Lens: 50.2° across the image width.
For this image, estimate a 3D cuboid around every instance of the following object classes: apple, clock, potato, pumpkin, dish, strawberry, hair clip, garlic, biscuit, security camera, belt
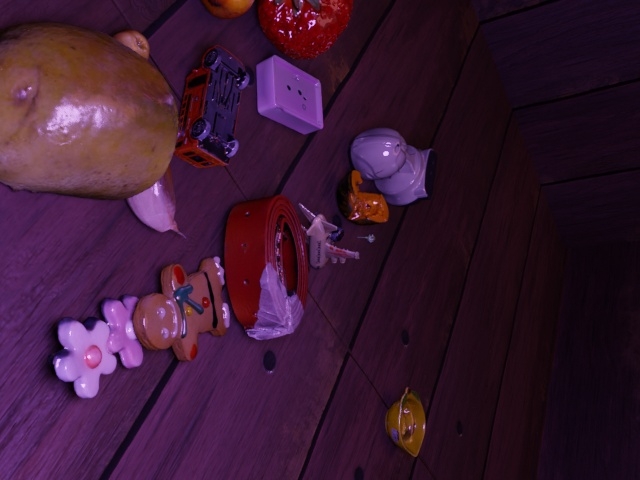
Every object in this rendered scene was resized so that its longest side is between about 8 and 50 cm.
[{"bbox_3d":[-0.375,-0.375,1.346,0.084,0.071,0.084,20,66,-55],"label":"apple"},{"bbox_3d":[-0.079,-0.376,1.779,0.197,0.063,0.150,15,66,-50],"label":"clock"},{"bbox_3d":[-0.414,-0.219,1.129,0.280,0.212,0.330,-25,102,-56],"label":"potato"},{"bbox_3d":[0.105,-0.112,1.969,0.183,0.107,0.119,46,39,-30],"label":"pumpkin"},{"bbox_3d":[0.245,0.542,2.049,0.149,0.080,0.208,-4,87,-53],"label":"dish"},{"bbox_3d":[-0.215,-0.582,1.570,0.146,0.146,0.146,18,68,-53],"label":"apple"},{"bbox_3d":[-0.035,-0.589,1.773,0.277,0.257,0.257,71,19,-76],"label":"strawberry"},{"bbox_3d":[-0.385,0.182,1.212,0.257,0.075,0.146,-28,101,-60],"label":"hair clip"},{"bbox_3d":[-0.322,-0.090,1.353,0.128,0.090,0.198,-28,102,-68],"label":"garlic"},{"bbox_3d":[-0.266,0.140,1.370,0.301,0.049,0.197,-16,95,-66],"label":"biscuit"},{"bbox_3d":[0.208,-0.236,2.081,0.277,0.191,0.197,32,62,-45],"label":"security camera"},{"bbox_3d":[-0.116,0.062,1.563,0.227,0.115,0.324,14,70,-65],"label":"belt"}]

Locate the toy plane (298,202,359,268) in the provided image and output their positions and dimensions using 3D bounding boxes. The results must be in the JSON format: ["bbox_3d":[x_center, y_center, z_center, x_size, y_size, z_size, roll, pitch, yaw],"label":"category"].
[{"bbox_3d":[0.000,0.000,1.743,0.104,0.242,0.256,-54,161,-14],"label":"toy plane"}]

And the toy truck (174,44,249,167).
[{"bbox_3d":[-0.241,-0.290,1.490,0.107,0.114,0.253,28,61,-49],"label":"toy truck"}]

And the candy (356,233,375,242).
[{"bbox_3d":[0.137,-0.006,2.074,0.083,0.025,0.023,-1,55,-47],"label":"candy"}]
